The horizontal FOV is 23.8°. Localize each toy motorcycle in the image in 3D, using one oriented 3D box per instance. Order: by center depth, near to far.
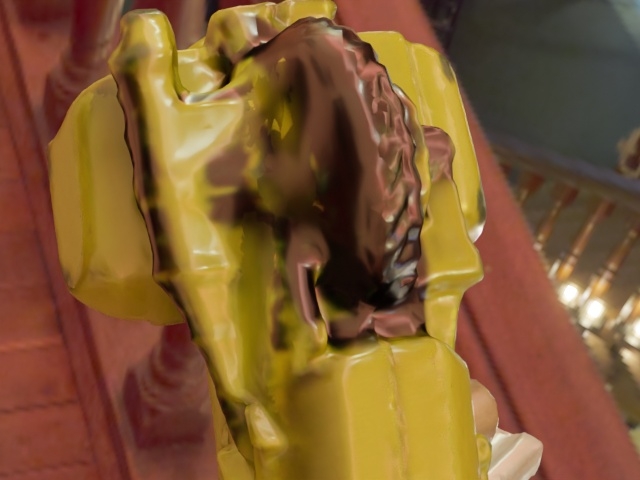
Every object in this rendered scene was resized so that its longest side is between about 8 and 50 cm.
[{"bbox_3d":[0.000,0.095,0.501,0.142,0.206,0.342,-9,94,-29],"label":"toy motorcycle"}]

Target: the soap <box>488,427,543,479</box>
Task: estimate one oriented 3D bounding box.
[{"bbox_3d":[0.035,0.174,0.807,0.066,0.119,0.198,32,32,19],"label":"soap"}]

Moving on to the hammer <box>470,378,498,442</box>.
[{"bbox_3d":[0.000,0.000,0.588,0.060,0.028,0.195,-7,62,-47],"label":"hammer"}]
